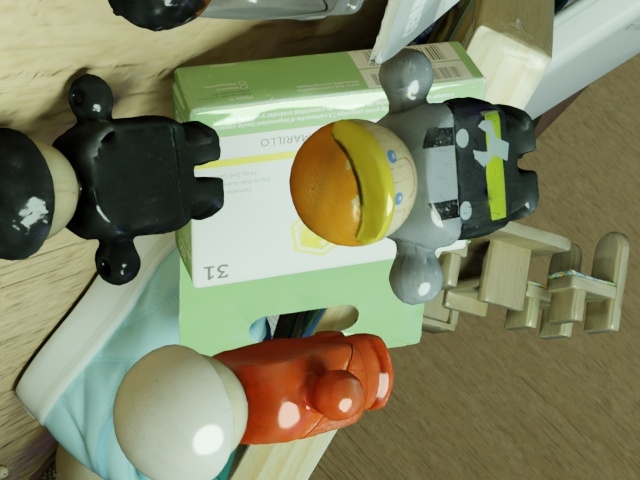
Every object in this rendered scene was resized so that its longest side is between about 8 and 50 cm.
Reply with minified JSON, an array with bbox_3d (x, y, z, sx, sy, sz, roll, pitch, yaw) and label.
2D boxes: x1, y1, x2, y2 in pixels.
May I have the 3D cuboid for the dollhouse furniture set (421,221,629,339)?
[{"bbox_3d":[0.132,-0.012,1.381,0.242,0.212,0.161,-16,-119,64],"label":"dollhouse furniture set"}]

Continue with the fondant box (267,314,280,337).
[{"bbox_3d":[0.070,0.002,1.850,0.330,0.096,0.238,-46,173,21],"label":"fondant box"}]

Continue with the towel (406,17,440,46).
[{"bbox_3d":[0.065,-0.122,1.330,0.336,0.040,0.243,-45,174,4],"label":"towel"}]

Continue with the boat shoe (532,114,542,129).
[{"bbox_3d":[0.227,-0.197,1.678,0.223,0.073,0.080,-63,159,-5],"label":"boat shoe"}]

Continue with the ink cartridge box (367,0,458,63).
[{"bbox_3d":[0.084,-0.225,0.463,0.272,0.130,0.309,-43,172,-12],"label":"ink cartridge box"}]

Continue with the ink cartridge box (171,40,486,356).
[{"bbox_3d":[0.000,0.000,0.904,0.171,0.056,0.235,-8,127,-14],"label":"ink cartridge box"}]

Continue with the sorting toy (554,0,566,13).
[{"bbox_3d":[0.190,-0.203,1.357,0.208,0.038,0.193,-45,175,-11],"label":"sorting toy"}]

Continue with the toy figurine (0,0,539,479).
[{"bbox_3d":[-0.037,-0.025,0.657,0.148,0.213,0.209,-10,145,-49],"label":"toy figurine"}]

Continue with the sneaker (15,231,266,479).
[{"bbox_3d":[-0.077,0.053,1.086,0.135,0.150,0.366,-37,170,-49],"label":"sneaker"}]

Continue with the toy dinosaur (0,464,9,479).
[{"bbox_3d":[-0.332,0.258,1.283,0.211,0.064,0.112,-54,154,6],"label":"toy dinosaur"}]

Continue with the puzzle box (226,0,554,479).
[{"bbox_3d":[0.052,-0.024,1.113,0.409,0.052,0.272,-62,-175,28],"label":"puzzle box"}]

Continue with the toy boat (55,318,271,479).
[{"bbox_3d":[-0.133,0.203,1.293,0.267,0.148,0.318,-44,-159,34],"label":"toy boat"}]

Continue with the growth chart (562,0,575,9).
[{"bbox_3d":[0.305,-0.305,1.564,0.172,0.021,0.237,-64,166,23],"label":"growth chart"}]

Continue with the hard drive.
[{"bbox_3d":[0.216,-0.161,1.282,0.307,0.040,0.203,-32,172,25],"label":"hard drive"}]

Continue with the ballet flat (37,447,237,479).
[{"bbox_3d":[-0.190,0.253,1.735,0.182,0.164,0.483,-24,171,13],"label":"ballet flat"}]
